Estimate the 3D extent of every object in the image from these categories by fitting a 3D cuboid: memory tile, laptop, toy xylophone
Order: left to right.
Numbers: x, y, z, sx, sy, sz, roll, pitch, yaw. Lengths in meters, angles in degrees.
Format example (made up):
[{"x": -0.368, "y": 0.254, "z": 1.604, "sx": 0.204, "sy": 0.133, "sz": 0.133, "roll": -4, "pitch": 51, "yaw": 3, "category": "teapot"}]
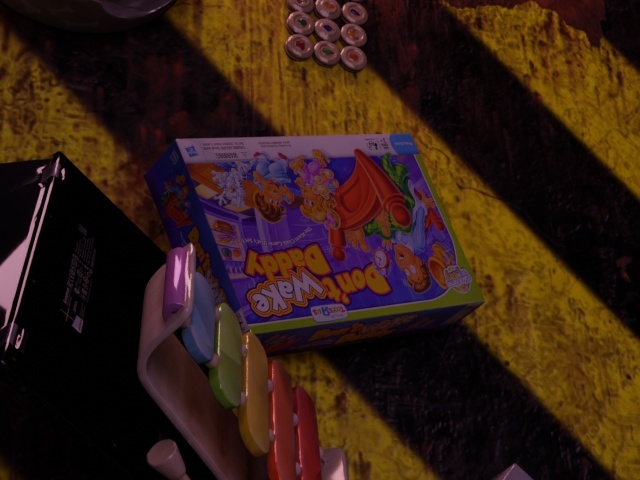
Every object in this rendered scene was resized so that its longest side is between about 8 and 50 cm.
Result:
[{"x": -0.316, "y": 0.101, "z": 1.312, "sx": 0.408, "sy": 0.236, "sz": 0.382, "roll": 46, "pitch": 19, "yaw": -24, "category": "laptop"}, {"x": -0.075, "y": 0.173, "z": 1.266, "sx": 0.323, "sy": 0.081, "sz": 0.236, "roll": 54, "pitch": 16, "yaw": -37, "category": "toy xylophone"}, {"x": 0.009, "y": -0.289, "z": 1.774, "sx": 0.113, "sy": 0.012, "sz": 0.148, "roll": 11, "pitch": 59, "yaw": -18, "category": "memory tile"}]

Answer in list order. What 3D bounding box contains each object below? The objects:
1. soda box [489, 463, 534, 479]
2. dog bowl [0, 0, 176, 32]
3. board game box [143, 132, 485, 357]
[{"x": 0.272, "y": 0.379, "z": 1.472, "sx": 0.286, "sy": 0.098, "sz": 0.091, "roll": 42, "pitch": 55, "yaw": 4, "category": "soda box"}, {"x": -0.290, "y": -0.404, "z": 1.657, "sx": 0.349, "sy": 0.102, "sz": 0.349, "roll": 10, "pitch": 59, "yaw": -17, "category": "dog bowl"}, {"x": 0.000, "y": 0.000, "z": 1.526, "sx": 0.347, "sy": 0.078, "sz": 0.233, "roll": -6, "pitch": 65, "yaw": -41, "category": "board game box"}]
